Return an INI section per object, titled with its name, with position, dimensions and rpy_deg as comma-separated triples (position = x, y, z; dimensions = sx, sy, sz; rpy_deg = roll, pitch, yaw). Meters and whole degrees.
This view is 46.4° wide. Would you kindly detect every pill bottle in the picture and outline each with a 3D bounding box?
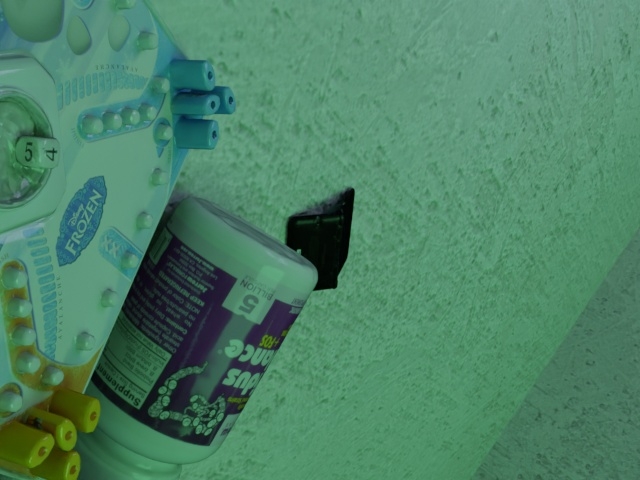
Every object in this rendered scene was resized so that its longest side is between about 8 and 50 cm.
[pill bottle]
position = -0.143, 0.121, 0.778
dimensions = 0.302, 0.169, 0.169
rpy_deg = -59, 147, 4

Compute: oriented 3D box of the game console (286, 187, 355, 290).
[game console]
position = 0.000, 0.000, 1.003
dimensions = 0.107, 0.071, 0.122
rpy_deg = -6, 126, -14

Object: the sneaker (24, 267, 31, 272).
[sneaker]
position = -0.323, 0.046, 0.557
dimensions = 0.297, 0.111, 0.129
rpy_deg = -47, -172, -39

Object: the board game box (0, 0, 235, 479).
[board game box]
position = -0.210, -0.061, 0.503
dimensions = 0.390, 0.050, 0.390
rpy_deg = 57, 47, -57
